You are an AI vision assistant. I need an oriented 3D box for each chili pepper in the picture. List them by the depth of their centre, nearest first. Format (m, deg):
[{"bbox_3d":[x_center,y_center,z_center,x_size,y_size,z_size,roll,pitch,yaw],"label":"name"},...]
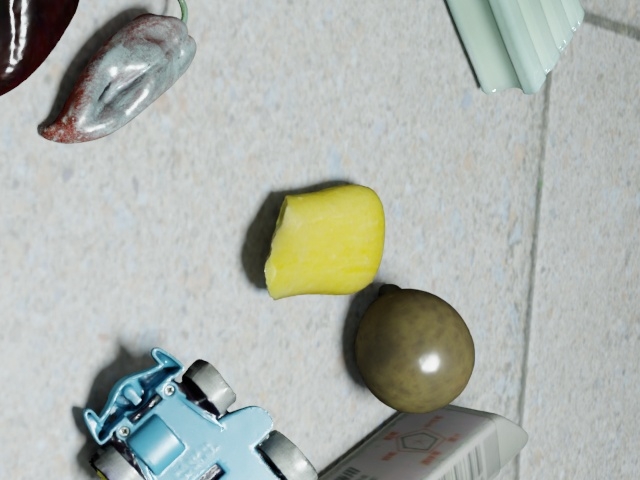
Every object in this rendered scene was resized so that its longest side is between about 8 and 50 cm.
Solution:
[{"bbox_3d":[-0.127,-0.111,1.121,0.050,0.041,0.153,41,51,2],"label":"chili pepper"}]

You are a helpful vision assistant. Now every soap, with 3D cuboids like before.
[{"bbox_3d":[0.000,0.000,1.310,0.168,0.033,0.089,-1,93,-54],"label":"soap"},{"bbox_3d":[0.158,-0.239,1.470,0.119,0.067,0.198,-56,135,-36],"label":"soap"}]

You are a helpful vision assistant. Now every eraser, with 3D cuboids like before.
[{"bbox_3d":[0.050,0.209,1.357,0.352,0.089,0.061,-32,121,-47],"label":"eraser"}]

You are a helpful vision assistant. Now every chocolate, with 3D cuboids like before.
[{"bbox_3d":[-0.204,-0.141,0.979,0.149,0.080,0.125,15,81,-55],"label":"chocolate"}]

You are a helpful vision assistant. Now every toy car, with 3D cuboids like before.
[{"bbox_3d":[-0.096,0.155,1.175,0.126,0.098,0.161,-44,100,-14],"label":"toy car"}]

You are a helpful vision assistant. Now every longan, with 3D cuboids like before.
[{"bbox_3d":[0.075,0.086,1.378,0.106,0.106,0.119,49,14,-44],"label":"longan"}]
